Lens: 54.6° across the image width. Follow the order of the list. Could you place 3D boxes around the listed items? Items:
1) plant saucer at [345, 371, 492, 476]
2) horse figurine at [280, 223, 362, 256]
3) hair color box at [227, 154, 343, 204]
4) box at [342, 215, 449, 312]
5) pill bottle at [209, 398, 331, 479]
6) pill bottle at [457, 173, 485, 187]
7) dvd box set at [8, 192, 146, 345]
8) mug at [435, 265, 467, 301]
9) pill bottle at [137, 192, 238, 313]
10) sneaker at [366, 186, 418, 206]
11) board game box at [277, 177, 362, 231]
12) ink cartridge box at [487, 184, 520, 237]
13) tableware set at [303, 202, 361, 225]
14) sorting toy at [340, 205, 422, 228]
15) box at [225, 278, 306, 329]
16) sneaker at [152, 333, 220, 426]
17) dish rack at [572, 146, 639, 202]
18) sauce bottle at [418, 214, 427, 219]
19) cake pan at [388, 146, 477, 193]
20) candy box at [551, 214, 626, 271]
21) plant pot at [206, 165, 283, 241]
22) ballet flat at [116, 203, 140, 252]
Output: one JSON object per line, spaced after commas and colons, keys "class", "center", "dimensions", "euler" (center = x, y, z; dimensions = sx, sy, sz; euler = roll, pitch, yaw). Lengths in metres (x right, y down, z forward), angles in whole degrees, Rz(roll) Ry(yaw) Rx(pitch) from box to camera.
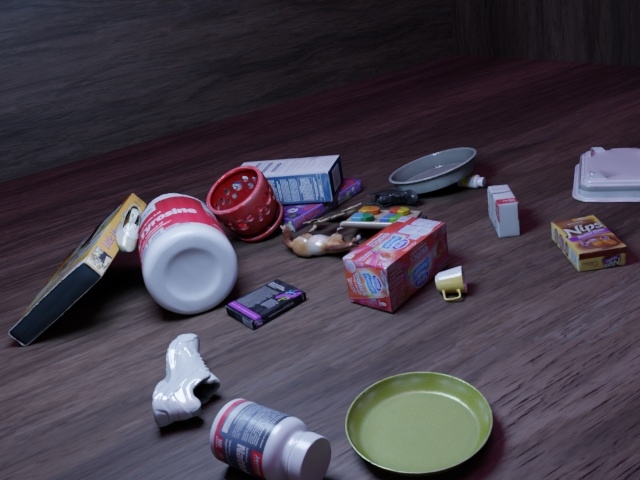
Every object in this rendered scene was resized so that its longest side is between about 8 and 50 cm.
{"class": "plant saucer", "center": [0.162, 0.307, 1.031], "dimensions": [0.241, 0.037, 0.241], "euler": [-8, 25, 4]}
{"class": "horse figurine", "center": [0.000, 0.000, 1.730], "dimensions": [0.263, 0.066, 0.174], "euler": [1, 21, 18]}
{"class": "hair color box", "center": [-0.114, -0.194, 2.038], "dimensions": [0.347, 0.105, 0.174], "euler": [-2, 25, 17]}
{"class": "box", "center": [0.184, 0.050, 1.475], "dimensions": [0.128, 0.122, 0.257], "euler": [12, 33, 40]}
{"class": "pill bottle", "center": [-0.079, 0.328, 0.995], "dimensions": [0.180, 0.108, 0.108], "euler": [8, 30, 35]}
{"class": "pill bottle", "center": [0.480, -0.188, 1.969], "dimensions": [0.083, 0.043, 0.043], "euler": [9, 31, 36]}
{"class": "dvd box set", "center": [-0.635, 0.062, 1.659], "dimensions": [0.308, 0.062, 0.420], "euler": [-39, 20, 18]}
{"class": "mug", "center": [0.295, 0.096, 1.411], "dimensions": [0.064, 0.062, 0.078], "euler": [-11, 17, 19]}
{"class": "pill bottle", "center": [-0.370, 0.011, 1.654], "dimensions": [0.229, 0.229, 0.407], "euler": [-17, 25, -14]}
{"class": "sneaker", "center": [0.224, -0.131, 1.944], "dimensions": [0.089, 0.051, 0.170], "euler": [-22, 22, -23]}
{"class": "board game box", "center": [-0.045, -0.130, 2.054], "dimensions": [0.208, 0.056, 0.347], "euler": [16, 35, 37]}
{"class": "ink cartridge box", "center": [0.491, -0.081, 1.664], "dimensions": [0.056, 0.099, 0.135], "euler": [-7, 25, 7]}
{"class": "tableware set", "center": [0.036, -0.073, 1.852], "dimensions": [0.169, 0.020, 0.141], "euler": [-19, 2, -37]}
{"class": "sorting toy", "center": [0.176, -0.068, 1.773], "dimensions": [0.193, 0.038, 0.208], "euler": [2, 13, 21]}
{"class": "box", "center": [-0.131, 0.151, 1.497], "dimensions": [0.162, 0.029, 0.116], "euler": [-28, 31, -31]}
{"class": "sneaker", "center": [-0.252, 0.273, 1.231], "dimensions": [0.115, 0.090, 0.232], "euler": [-2, 34, 2]}
{"class": "dish rack", "center": [0.894, -0.206, 1.816], "dimensions": [0.286, 0.072, 0.333], "euler": [0, 25, 24]}
{"class": "sauce bottle", "center": [0.286, -0.034, 1.716], "dimensions": [0.042, 0.042, 0.128], "euler": [-7, 23, 6]}
{"class": "cake pan", "center": [0.368, -0.224, 2.014], "dimensions": [0.293, 0.054, 0.293], "euler": [-20, 17, 6]}
{"class": "candy box", "center": [0.635, 0.004, 1.483], "dimensions": [0.109, 0.053, 0.186], "euler": [-10, 23, 4]}
{"class": "plant pot", "center": [-0.219, -0.100, 1.860], "dimensions": [0.191, 0.174, 0.191], "euler": [-18, 43, 17]}
{"class": "ballet flat", "center": [-0.494, -0.037, 1.605], "dimensions": [0.057, 0.052, 0.168], "euler": [24, 29, -29]}
